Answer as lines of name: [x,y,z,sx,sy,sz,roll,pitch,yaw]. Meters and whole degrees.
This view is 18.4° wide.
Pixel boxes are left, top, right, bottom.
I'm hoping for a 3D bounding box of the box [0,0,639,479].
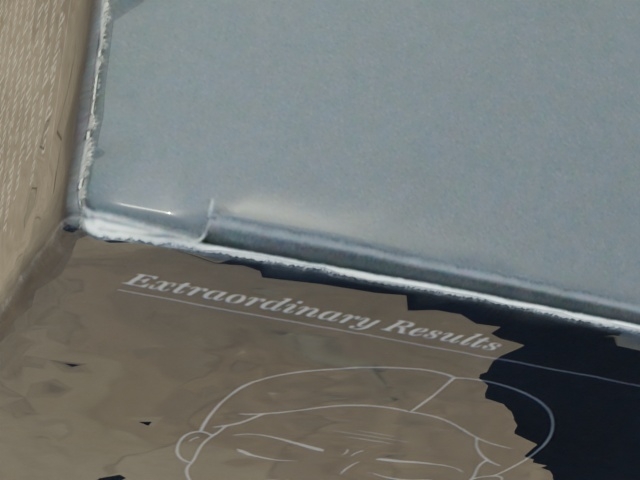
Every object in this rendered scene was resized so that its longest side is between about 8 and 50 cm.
box: [0.000,0.000,0.784,0.293,0.212,0.395,12,155,-19]
